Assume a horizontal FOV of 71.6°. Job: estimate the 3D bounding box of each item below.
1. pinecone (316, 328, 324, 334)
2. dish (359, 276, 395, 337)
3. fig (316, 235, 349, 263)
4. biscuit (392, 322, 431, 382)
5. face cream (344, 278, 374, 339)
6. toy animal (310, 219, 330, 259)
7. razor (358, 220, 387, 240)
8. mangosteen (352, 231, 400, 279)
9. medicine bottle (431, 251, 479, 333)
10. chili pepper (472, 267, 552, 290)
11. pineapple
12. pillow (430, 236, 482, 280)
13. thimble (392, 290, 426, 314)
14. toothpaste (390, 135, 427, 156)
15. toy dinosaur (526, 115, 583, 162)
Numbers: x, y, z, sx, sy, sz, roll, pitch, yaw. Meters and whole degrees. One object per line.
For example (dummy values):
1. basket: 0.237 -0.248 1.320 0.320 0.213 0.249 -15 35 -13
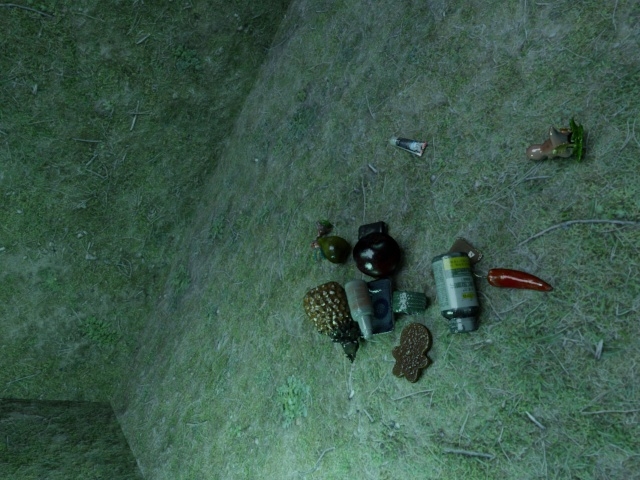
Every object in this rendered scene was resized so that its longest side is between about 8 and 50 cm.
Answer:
1. pinecone: 0.011 0.412 2.138 0.077 0.077 0.083 -36 62 29
2. dish: 0.258 0.297 1.937 0.182 0.080 0.243 -20 58 38
3. fig: 0.046 0.031 2.195 0.185 0.126 0.133 26 94 11
4. biscuit: 0.371 0.450 1.791 0.180 0.039 0.236 11 80 49
5. face cream: 0.177 0.294 1.887 0.101 0.101 0.251 -35 51 30
6. toy animal: 0.000 0.000 2.324 0.103 0.100 0.208 119 156 -73
7. razor: 0.247 -0.041 2.107 0.148 0.054 0.090 -14 64 39
8. mangosteen: 0.249 0.077 1.963 0.216 0.216 0.216 -19 60 38
9. medicine bottle: 0.511 0.198 1.669 0.141 0.141 0.293 -18 72 39
10. chili pepper: 0.685 0.139 1.593 0.272 0.063 0.071 7 76 34
11. pineapple: 0.078 0.370 1.995 0.223 0.223 0.357 -45 58 22
12. pillow: 0.537 0.096 1.781 0.211 0.034 0.135 -54 50 15
13. thimble: 0.363 0.256 1.818 0.135 0.118 0.090 3 77 6
14. toothpaste: 0.419 -0.455 2.125 0.193 0.045 0.071 28 102 41
15. toy dinosaur: 0.837 -0.356 1.592 0.177 0.194 0.152 2 83 23
